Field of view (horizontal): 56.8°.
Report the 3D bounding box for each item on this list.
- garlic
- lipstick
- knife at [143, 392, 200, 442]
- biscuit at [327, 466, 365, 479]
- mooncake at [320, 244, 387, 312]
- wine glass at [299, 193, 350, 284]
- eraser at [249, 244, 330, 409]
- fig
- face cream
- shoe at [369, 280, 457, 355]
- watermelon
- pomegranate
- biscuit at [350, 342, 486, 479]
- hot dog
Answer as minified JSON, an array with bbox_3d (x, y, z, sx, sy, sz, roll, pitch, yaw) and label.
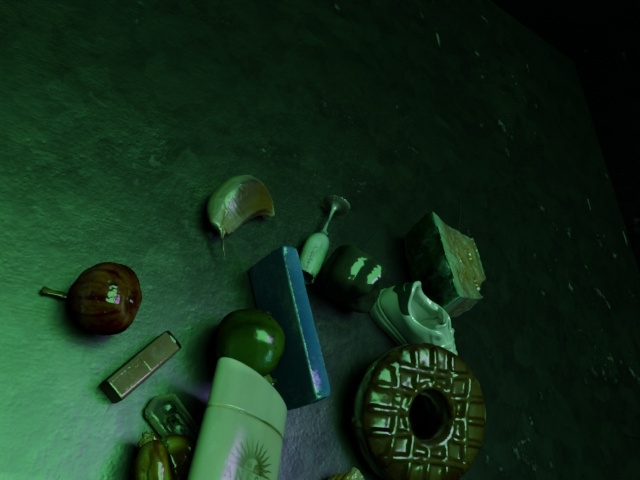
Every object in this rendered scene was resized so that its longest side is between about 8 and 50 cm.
[{"bbox_3d":[-0.183,-0.064,1.278,0.128,0.091,0.198,59,38,-16],"label":"garlic"},{"bbox_3d":[-0.312,0.218,1.036,0.045,0.045,0.145,54,44,-7],"label":"lipstick"},{"bbox_3d":[-0.186,0.422,1.035,0.089,0.043,0.365,-35,91,-45],"label":"knife"},{"bbox_3d":[-0.025,0.575,1.067,0.379,0.054,0.094,-43,112,-45],"label":"biscuit"},{"bbox_3d":[0.081,0.094,1.351,0.175,0.169,0.104,54,55,-39],"label":"mooncake"},{"bbox_3d":[0.000,0.000,1.411,0.074,0.074,0.262,40,48,-18],"label":"wine glass"},{"bbox_3d":[-0.066,0.179,1.199,0.043,0.144,0.311,0,68,-38],"label":"eraser"},{"bbox_3d":[-0.376,0.104,1.000,0.151,0.128,0.128,-26,85,-17],"label":"fig"},{"bbox_3d":[-0.136,0.376,0.951,0.173,0.081,0.348,41,40,-32],"label":"face cream"},{"bbox_3d":[0.285,0.248,1.453,0.363,0.160,0.132,51,45,-5],"label":"shoe"},{"bbox_3d":[0.331,0.090,1.610,0.302,0.151,0.264,23,49,-52],"label":"watermelon"},{"bbox_3d":[-0.127,0.223,1.125,0.131,0.152,0.190,-15,93,-12],"label":"pomegranate"},{"bbox_3d":[0.223,0.387,1.311,0.332,0.103,0.331,6,76,-24],"label":"biscuit"},{"bbox_3d":[-0.224,0.465,0.941,0.135,0.100,0.337,-3,70,-51],"label":"hot dog"}]
